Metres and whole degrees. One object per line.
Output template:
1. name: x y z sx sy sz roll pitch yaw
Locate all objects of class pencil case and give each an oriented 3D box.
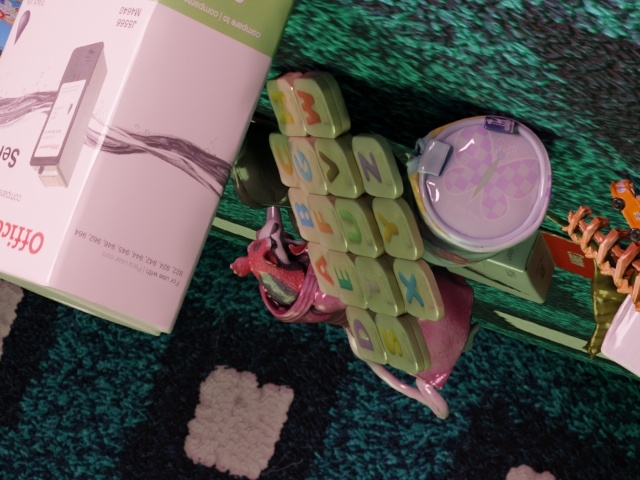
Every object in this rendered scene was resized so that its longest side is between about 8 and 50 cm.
1. pencil case: 0.127 -0.039 1.719 0.124 0.113 0.273 9 176 0

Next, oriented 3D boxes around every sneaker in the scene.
1. sneaker: -0.013 -0.072 2.201 0.106 0.101 0.267 -7 162 26

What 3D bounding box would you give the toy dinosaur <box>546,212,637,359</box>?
1. toy dinosaur: 0.309 0.044 2.079 0.064 0.112 0.211 48 156 51

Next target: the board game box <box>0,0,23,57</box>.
1. board game box: -0.235 -0.179 1.849 0.302 0.086 0.308 22 175 -11

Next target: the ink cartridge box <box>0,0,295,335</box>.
1. ink cartridge box: -0.153 -0.088 1.423 0.115 0.273 0.198 24 173 -36

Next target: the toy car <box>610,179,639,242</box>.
1. toy car: 0.287 -0.033 1.706 0.040 0.060 0.122 -28 176 19

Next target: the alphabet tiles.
1. alphabet tiles: 0.024 -0.016 1.763 0.021 0.284 0.278 -24 -167 -18

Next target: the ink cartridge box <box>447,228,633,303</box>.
1. ink cartridge box: 0.254 0.031 2.283 0.239 0.060 0.275 21 175 13

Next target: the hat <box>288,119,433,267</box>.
1. hat: 0.000 0.000 1.923 0.208 0.183 0.173 24 -142 -50

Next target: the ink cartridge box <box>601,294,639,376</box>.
1. ink cartridge box: 0.417 0.143 1.540 0.385 0.091 0.308 33 -171 11

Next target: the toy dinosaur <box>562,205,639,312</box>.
1. toy dinosaur: 0.318 0.040 1.203 0.322 0.218 0.164 22 176 -11

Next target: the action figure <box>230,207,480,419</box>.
1. action figure: 0.017 0.063 2.504 0.370 0.275 0.248 6 -167 -44
